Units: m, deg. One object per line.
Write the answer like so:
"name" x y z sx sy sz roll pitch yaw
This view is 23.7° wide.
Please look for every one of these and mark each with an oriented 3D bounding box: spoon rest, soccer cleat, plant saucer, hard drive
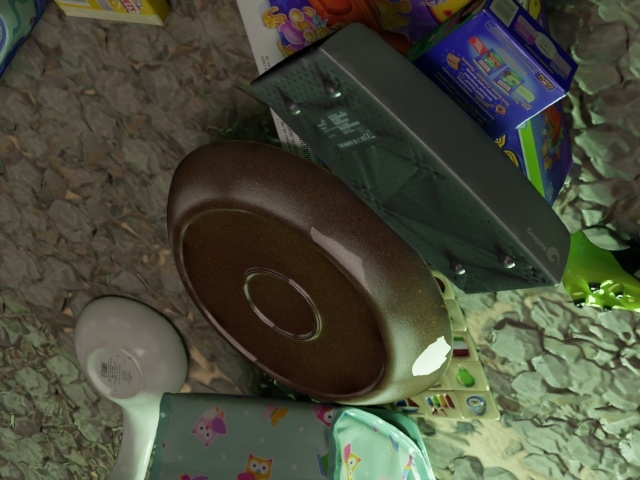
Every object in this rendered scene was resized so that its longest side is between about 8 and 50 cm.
"spoon rest" -0.219 0.179 1.723 0.137 0.084 0.276 17 122 13
"soccer cleat" 0.287 0.040 1.309 0.178 0.072 0.060 20 139 -18
"plant saucer" -0.025 0.045 1.392 0.310 0.050 0.311 26 143 22
"hard drive" 0.073 -0.060 1.182 0.254 0.054 0.172 43 162 -13

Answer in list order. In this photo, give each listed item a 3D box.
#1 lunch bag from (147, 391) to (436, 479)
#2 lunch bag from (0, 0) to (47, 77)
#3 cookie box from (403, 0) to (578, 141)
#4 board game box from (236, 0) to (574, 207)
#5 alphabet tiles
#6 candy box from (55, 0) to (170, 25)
"lunch bag" -0.018 0.244 1.581 0.223 0.160 0.262 1 166 31
"lunch bag" -0.366 -0.207 1.431 0.176 0.090 0.219 40 136 -7
"cookie box" 0.122 -0.127 1.145 0.092 0.040 0.107 43 136 -14
"board game box" 0.056 -0.185 1.219 0.233 0.078 0.347 3 130 27
"alphabet tiles" 0.047 0.104 1.539 0.237 0.009 0.198 -1 128 31
"candy box" -0.213 -0.252 1.292 0.105 0.027 0.206 7 156 22
